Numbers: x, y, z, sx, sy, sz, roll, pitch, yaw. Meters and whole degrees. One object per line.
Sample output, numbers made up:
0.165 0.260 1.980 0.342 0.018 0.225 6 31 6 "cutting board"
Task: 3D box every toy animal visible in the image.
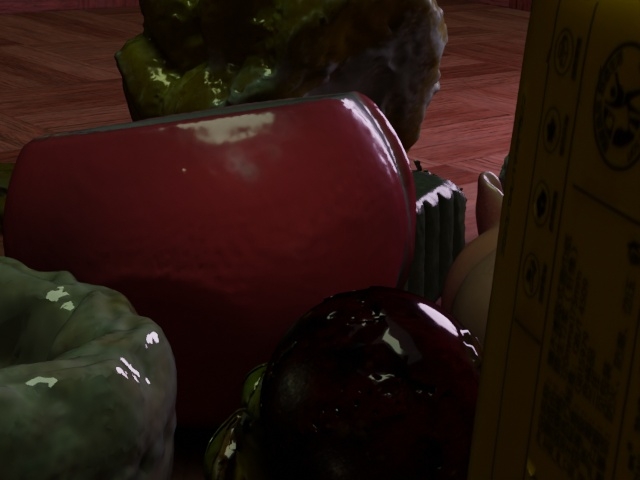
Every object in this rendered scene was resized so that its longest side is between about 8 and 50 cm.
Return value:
0.156 0.060 1.009 0.149 0.165 0.248 27 5 -8 "toy animal"

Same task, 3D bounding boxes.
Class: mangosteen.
0.024 0.112 0.854 0.180 0.166 0.166 -19 10 18 "mangosteen"

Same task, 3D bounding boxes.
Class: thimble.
-0.224 0.119 0.697 0.292 0.195 0.291 5 12 -1 "thimble"

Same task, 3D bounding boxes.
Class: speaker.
-0.073 -0.007 1.015 0.294 0.294 0.294 3 17 -1 "speaker"

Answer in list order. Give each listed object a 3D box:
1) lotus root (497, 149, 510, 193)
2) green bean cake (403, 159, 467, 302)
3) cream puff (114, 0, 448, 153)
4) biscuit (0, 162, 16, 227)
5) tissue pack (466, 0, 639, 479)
0.350 -0.061 1.472 0.322 0.158 0.140 10 19 3 "lotus root"
0.000 0.000 1.256 0.227 0.124 0.222 9 20 24 "green bean cake"
-0.056 -0.214 1.555 0.378 0.378 0.275 -10 43 -38 "cream puff"
-0.314 -0.047 1.491 0.174 0.039 0.183 5 16 2 "biscuit"
0.204 0.083 0.581 0.228 0.381 0.293 1 16 -18 "tissue pack"
